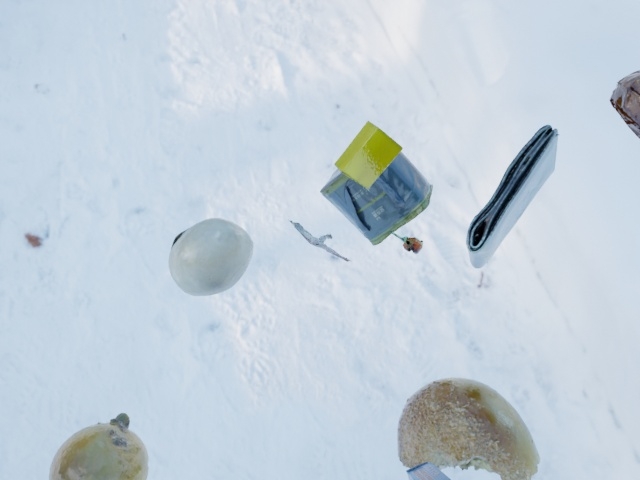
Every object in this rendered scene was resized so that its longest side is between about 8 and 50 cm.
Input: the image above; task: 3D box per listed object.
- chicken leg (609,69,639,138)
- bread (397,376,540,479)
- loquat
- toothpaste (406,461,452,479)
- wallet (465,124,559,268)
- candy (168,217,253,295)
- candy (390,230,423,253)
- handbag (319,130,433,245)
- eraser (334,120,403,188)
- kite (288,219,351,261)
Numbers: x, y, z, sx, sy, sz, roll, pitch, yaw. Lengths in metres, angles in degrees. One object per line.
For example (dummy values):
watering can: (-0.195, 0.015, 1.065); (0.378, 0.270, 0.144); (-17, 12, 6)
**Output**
chicken leg: (0.504, -0.125, 0.769); (0.113, 0.093, 0.304); (-3, 44, -38)
bread: (0.287, 0.384, 1.245); (0.171, 0.191, 0.314); (-3, 3, -44)
loquat: (-0.389, 0.401, 1.072); (0.172, 0.149, 0.204); (-8, 47, 28)
toothpaste: (0.205, 0.424, 0.945); (0.053, 0.272, 0.066); (-19, 90, -10)
wallet: (0.394, -0.077, 1.253); (0.054, 0.251, 0.290); (35, 89, 21)
candy: (-0.344, 0.066, 1.933); (0.296, 0.295, 0.185); (-12, 48, -18)
candy: (0.227, -0.002, 1.634); (0.056, 0.185, 0.048); (-11, 71, 28)
handbag: (0.166, -0.151, 1.783); (0.241, 0.263, 0.222); (44, 29, -9)
eraser: (0.104, -0.183, 1.309); (0.097, 0.122, 0.045); (30, 14, -43)
kite: (0.000, 0.000, 1.072); (0.139, 0.157, 0.011); (32, 79, -7)
